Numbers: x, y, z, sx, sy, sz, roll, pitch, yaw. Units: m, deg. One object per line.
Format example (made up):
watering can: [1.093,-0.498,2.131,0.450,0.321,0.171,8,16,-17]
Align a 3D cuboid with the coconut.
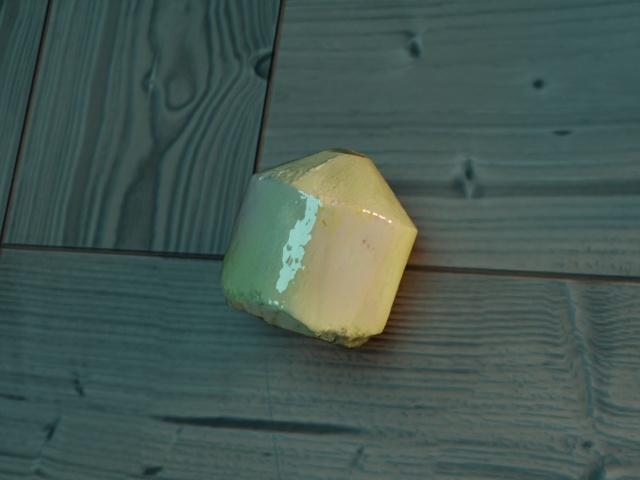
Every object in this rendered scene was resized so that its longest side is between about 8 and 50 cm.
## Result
coconut: [0.000,0.000,1.109,0.147,0.147,0.152,17,87,24]
